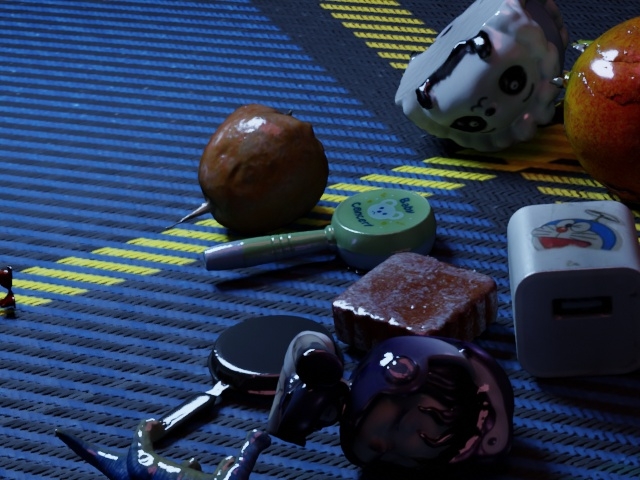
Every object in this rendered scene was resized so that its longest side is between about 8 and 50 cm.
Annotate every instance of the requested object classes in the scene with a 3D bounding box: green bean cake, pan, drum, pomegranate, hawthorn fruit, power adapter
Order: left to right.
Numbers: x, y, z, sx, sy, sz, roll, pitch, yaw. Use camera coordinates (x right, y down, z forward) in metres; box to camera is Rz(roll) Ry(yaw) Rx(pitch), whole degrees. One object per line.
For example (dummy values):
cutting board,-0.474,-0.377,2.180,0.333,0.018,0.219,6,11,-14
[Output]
pan,-0.081,0.133,1.735,0.235,0.028,0.136,-30,37,-35
hawthorn fruit,-0.078,-0.070,2.009,0.189,0.149,0.149,-40,28,12
drum,0.009,0.009,1.916,0.253,0.049,0.130,-18,32,-20
green bean cake,0.096,0.072,1.782,0.136,0.056,0.135,17,38,35
power adapter,0.252,0.028,1.759,0.130,0.125,0.205,-5,30,4
pomegranate,0.367,-0.152,1.984,0.210,0.210,0.235,-22,36,-26

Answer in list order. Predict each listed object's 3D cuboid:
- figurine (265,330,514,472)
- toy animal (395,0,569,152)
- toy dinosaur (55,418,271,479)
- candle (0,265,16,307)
figurine,0.068,0.142,1.593,0.222,0.145,0.145,13,27,-13
toy animal,0.211,-0.201,2.132,0.208,0.156,0.204,-42,17,29
toy dinosaur,-0.138,0.236,1.528,0.248,0.075,0.188,9,35,13
candle,-0.486,0.087,1.875,0.329,0.048,0.051,-13,17,-10
